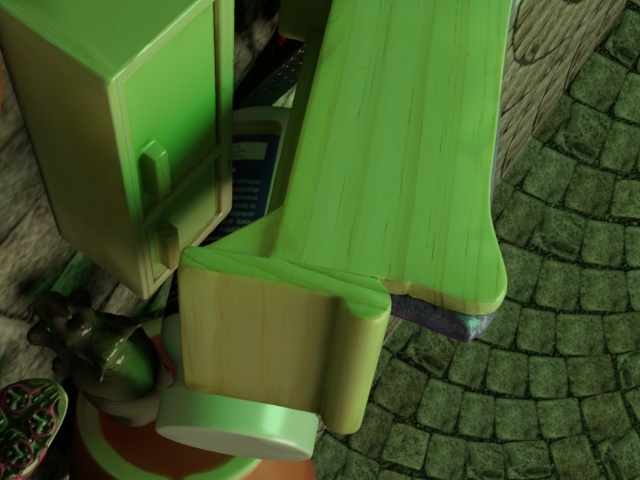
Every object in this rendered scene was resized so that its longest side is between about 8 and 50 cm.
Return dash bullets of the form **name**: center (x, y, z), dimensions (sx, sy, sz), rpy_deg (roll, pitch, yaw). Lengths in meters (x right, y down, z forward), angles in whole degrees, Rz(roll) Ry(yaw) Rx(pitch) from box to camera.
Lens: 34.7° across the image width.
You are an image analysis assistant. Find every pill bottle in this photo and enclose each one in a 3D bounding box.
- **pill bottle**: center (-0.045, 0.038, 0.837), dimensions (0.153, 0.153, 0.264), rpy_deg (90, 11, -69)

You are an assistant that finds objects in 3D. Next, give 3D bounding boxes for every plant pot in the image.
- **plant pot**: center (-0.132, 0.221, 1.029), dimensions (0.275, 0.275, 0.243), rpy_deg (-46, 157, -32)

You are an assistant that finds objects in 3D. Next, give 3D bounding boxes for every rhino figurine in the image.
- **rhino figurine**: center (-0.175, 0.092, 0.829), dimensions (0.073, 0.106, 0.243), rpy_deg (-51, 167, -17)

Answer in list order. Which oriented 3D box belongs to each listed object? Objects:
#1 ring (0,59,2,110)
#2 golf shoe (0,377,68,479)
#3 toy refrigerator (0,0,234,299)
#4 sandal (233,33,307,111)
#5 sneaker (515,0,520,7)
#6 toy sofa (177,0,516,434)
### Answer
- **ring**: center (-0.265, 0.007, 0.460), dimensions (0.336, 0.032, 0.336), rpy_deg (-51, 168, -15)
- **golf shoe**: center (-0.267, 0.176, 0.825), dimensions (0.186, 0.067, 0.086), rpy_deg (-46, 174, 9)
- **toy refrigerator**: center (-0.115, -0.071, 0.649), dimensions (0.102, 0.094, 0.269), rpy_deg (-49, 167, -24)
- **sandal**: center (-0.016, -0.175, 0.883), dimensions (0.179, 0.040, 0.067), rpy_deg (-40, 163, 5)
- **sneaker**: center (0.145, -0.267, 1.079), dimensions (0.256, 0.094, 0.151), rpy_deg (-55, 164, 1)
- **toy sofa**: center (0.030, -0.065, 0.689), dimensions (0.150, 0.177, 0.362), rpy_deg (101, 0, -55)
